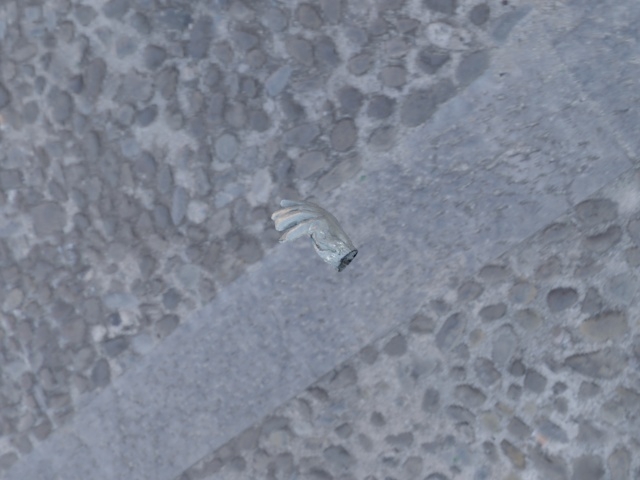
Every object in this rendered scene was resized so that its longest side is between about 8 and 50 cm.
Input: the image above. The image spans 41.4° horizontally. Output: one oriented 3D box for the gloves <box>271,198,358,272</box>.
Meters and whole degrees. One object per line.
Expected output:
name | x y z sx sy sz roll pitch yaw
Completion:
gloves | 0.001 -0.002 0.589 0.081 0.044 0.037 30 84 15
